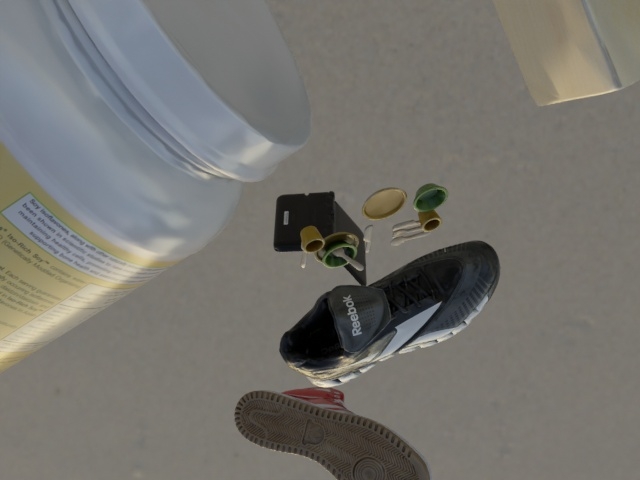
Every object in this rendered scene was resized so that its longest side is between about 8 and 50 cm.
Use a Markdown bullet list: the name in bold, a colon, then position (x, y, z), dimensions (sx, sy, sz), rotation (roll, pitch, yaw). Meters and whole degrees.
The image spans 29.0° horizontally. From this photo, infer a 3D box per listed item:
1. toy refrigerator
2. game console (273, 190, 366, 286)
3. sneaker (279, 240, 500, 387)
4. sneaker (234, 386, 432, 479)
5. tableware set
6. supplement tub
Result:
- **toy refrigerator**: position (0.158, -0.237, 0.847), dimensions (0.269, 0.094, 0.102), rotation (66, 159, -9)
- **game console**: position (0.000, 0.000, 1.504), dimensions (0.107, 0.122, 0.071), rotation (-3, 122, 2)
- **sneaker**: position (0.059, 0.069, 1.160), dimensions (0.234, 0.078, 0.106), rotation (-30, 158, 20)
- **sneaker**: position (0.016, 0.113, 0.705), dimensions (0.118, 0.042, 0.067), rotation (21, -177, 22)
- **tableware set**: position (0.053, -0.011, 1.241), dimensions (0.154, 0.024, 0.104), rotation (-13, 145, -13)
- **supplement tub**: position (-0.197, -0.057, 0.737), dimensions (0.331, 0.241, 0.241), rotation (-31, 134, 18)
